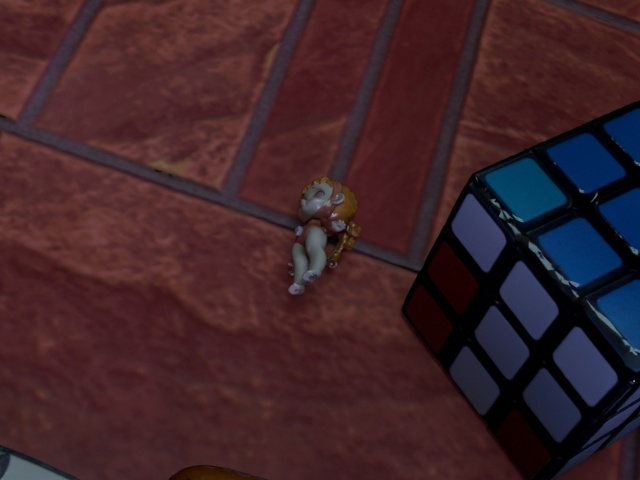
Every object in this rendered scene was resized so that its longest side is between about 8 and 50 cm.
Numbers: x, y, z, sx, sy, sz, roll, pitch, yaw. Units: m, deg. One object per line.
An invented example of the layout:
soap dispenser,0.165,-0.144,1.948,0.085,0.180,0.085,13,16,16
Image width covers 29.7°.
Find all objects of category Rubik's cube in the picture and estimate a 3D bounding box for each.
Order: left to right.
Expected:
Rubik's cube,0.175,0.033,0.780,0.160,0.163,0.162,-23,65,-28

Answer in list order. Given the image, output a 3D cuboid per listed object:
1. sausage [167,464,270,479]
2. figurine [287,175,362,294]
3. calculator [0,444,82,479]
sausage,0.061,0.196,0.698,0.348,0.053,0.053,18,52,-2
figurine,0.000,0.000,0.825,0.047,0.064,0.109,38,35,-16
calculator,-0.233,0.178,0.640,0.268,0.040,0.177,19,52,0
